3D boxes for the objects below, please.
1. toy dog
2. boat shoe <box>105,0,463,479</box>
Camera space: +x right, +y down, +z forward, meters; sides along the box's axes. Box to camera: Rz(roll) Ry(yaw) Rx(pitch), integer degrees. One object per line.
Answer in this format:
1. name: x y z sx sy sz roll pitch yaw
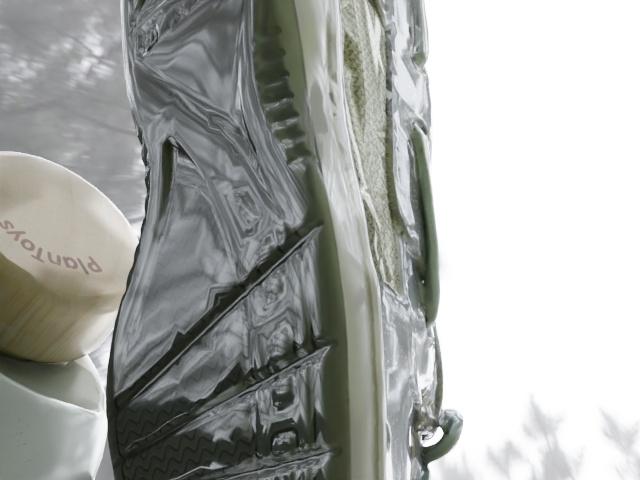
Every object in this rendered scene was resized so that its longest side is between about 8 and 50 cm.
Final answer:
1. toy dog: -0.156 0.104 0.624 0.161 0.333 0.220 40 -42 11
2. boat shoe: -0.002 0.000 0.626 0.118 0.103 0.320 -33 -127 41
